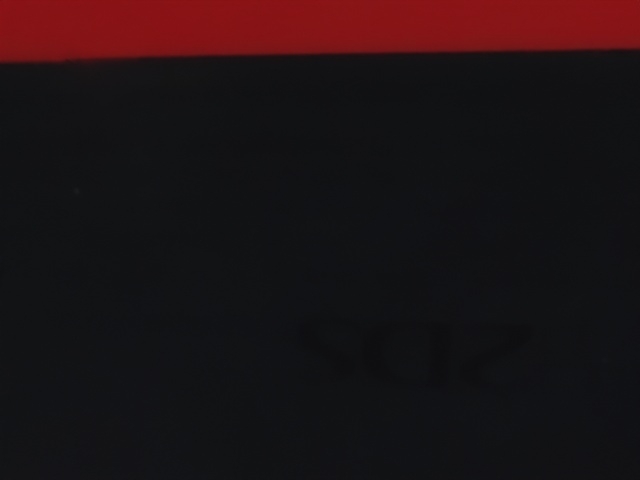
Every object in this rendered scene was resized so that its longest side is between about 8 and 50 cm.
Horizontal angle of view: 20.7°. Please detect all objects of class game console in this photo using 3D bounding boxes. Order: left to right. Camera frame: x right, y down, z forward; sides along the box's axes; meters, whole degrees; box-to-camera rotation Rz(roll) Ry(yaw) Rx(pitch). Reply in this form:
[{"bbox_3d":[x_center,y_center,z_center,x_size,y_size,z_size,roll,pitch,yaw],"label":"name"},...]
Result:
[{"bbox_3d":[-0.050,-0.035,0.396,0.386,0.060,0.342,1,-105,17],"label":"game console"}]
